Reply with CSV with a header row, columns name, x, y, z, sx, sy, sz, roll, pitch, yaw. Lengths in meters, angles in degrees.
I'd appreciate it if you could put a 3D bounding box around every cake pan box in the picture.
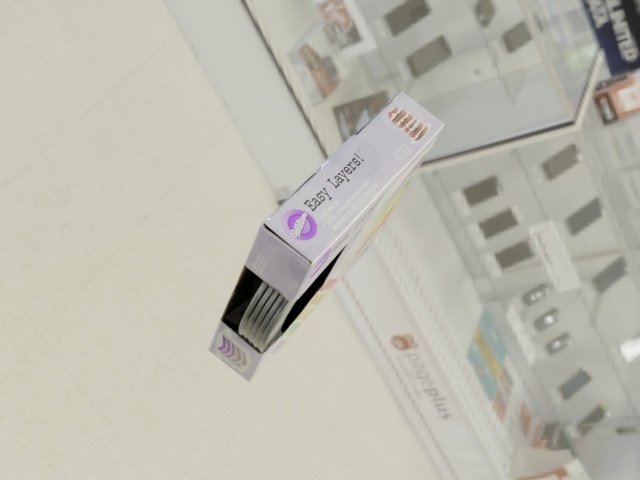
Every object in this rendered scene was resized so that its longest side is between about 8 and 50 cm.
name,x,y,z,sx,sy,sz,roll,pitch,yaw
cake pan box,0.000,0.000,0.999,0.070,0.246,0.267,37,50,9
